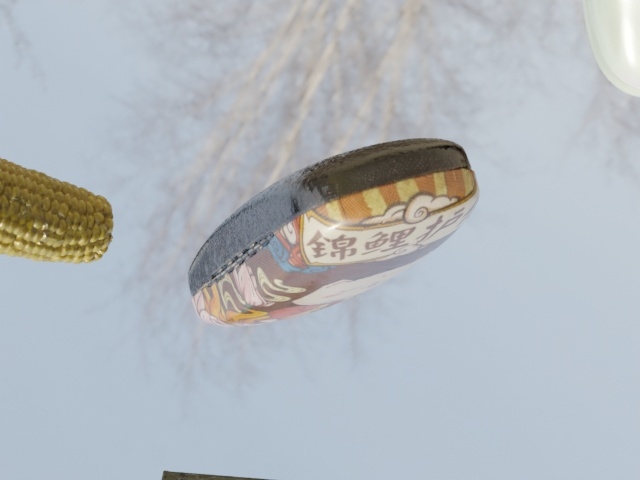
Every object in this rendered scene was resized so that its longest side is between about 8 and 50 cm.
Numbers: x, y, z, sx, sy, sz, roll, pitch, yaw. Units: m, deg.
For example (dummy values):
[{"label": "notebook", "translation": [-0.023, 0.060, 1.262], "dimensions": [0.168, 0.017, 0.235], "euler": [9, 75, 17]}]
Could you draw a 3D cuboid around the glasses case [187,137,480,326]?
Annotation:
[{"label": "glasses case", "translation": [0.000, 0.000, 1.141], "dimensions": [0.122, 0.321, 0.082], "euler": [-12, -99, -21]}]

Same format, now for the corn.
[{"label": "corn", "translation": [-0.344, -0.041, 1.683], "dimensions": [0.310, 0.101, 0.101], "euler": [22, -155, -37]}]

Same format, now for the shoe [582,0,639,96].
[{"label": "shoe", "translation": [0.249, -0.261, 1.166], "dimensions": [0.131, 0.363, 0.160], "euler": [7, -161, 9]}]

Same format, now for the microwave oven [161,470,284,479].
[{"label": "microwave oven", "translation": [-0.060, 0.310, 1.646], "dimensions": [0.205, 0.129, 0.163], "euler": [3, -130, 7]}]
